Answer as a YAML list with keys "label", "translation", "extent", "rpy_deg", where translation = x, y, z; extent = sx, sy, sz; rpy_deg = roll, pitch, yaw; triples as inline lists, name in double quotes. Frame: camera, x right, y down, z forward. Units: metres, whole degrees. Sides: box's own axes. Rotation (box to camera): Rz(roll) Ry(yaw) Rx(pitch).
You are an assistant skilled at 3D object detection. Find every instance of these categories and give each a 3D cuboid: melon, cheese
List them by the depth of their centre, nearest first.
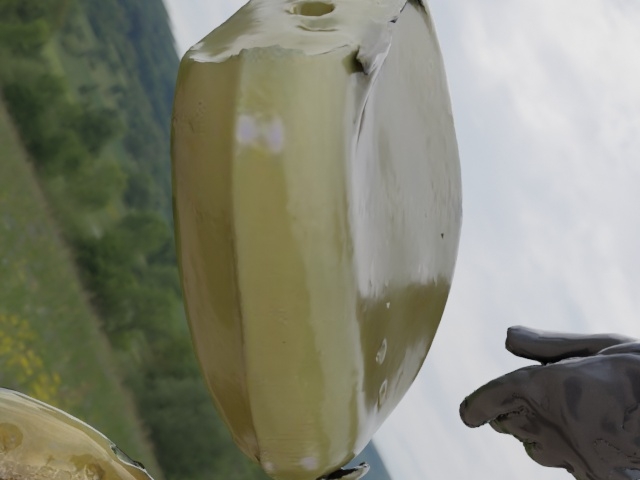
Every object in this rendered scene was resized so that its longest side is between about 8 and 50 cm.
- label: "melon"
  translation: [-0.119, 0.143, 0.574]
  extent: [0.160, 0.128, 0.079]
  rpy_deg: [45, 28, 26]
- label: "cheese"
  translation: [0.000, 0.000, 0.790]
  extent: [0.259, 0.128, 0.316]
  rpy_deg: [-49, 141, -52]

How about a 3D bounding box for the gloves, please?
- label: "gloves"
  translation: [0.238, 0.131, 1.104]
  extent: [0.119, 0.285, 0.142]
  rpy_deg: [8, 75, -49]
